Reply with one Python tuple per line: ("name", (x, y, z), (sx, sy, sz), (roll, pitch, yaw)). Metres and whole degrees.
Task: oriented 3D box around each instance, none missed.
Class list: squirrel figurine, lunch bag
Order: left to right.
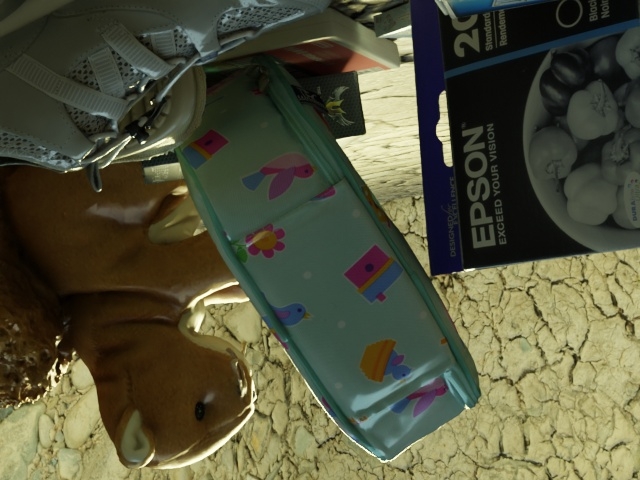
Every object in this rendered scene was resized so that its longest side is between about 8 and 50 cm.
("squirrel figurine", (-0.246, 0.069, 1.371), (0.397, 0.370, 0.281), (-8, 178, -12))
("lunch bag", (0.000, 0.000, 0.912), (0.108, 0.279, 0.224), (-31, -158, 4))

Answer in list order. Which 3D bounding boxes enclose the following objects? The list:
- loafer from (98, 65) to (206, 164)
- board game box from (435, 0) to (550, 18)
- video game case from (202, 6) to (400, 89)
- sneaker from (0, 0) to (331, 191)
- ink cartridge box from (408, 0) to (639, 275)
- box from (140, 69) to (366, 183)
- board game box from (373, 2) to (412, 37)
("loafer", (-0.163, -0.101, 0.866), (0.269, 0.101, 0.092), (3, -172, 44))
("board game box", (0.197, -0.178, 0.635), (0.305, 0.053, 0.193), (-8, 177, 12))
("video game case", (-0.095, -0.138, 1.046), (0.285, 0.025, 0.204), (-8, 178, 18))
("sneaker", (-0.119, -0.086, 0.687), (0.281, 0.115, 0.105), (-19, 180, 3))
("ink cartridge box", (0.129, -0.086, 0.815), (0.045, 0.206, 0.208), (1, 171, -44))
("box", (-0.069, -0.095, 1.111), (0.184, 0.059, 0.233), (-8, -179, -7))
("board game box", (0.103, -0.171, 0.959), (0.090, 0.020, 0.090), (-7, 179, -37))
